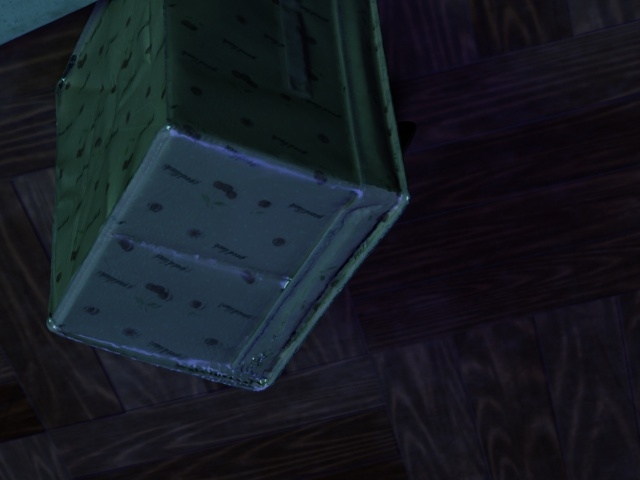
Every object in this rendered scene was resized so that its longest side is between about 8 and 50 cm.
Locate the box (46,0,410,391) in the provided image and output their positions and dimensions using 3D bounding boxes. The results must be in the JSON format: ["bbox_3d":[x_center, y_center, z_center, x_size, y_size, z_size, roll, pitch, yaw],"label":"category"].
[{"bbox_3d":[-0.080,-0.081,1.355,0.190,0.297,0.225,18,129,-21],"label":"box"}]

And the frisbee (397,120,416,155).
[{"bbox_3d":[0.000,0.000,1.494,0.021,0.251,0.251,35,124,-3],"label":"frisbee"}]

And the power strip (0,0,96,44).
[{"bbox_3d":[-0.303,-0.179,1.390,0.288,0.053,0.093,-22,135,13],"label":"power strip"}]
